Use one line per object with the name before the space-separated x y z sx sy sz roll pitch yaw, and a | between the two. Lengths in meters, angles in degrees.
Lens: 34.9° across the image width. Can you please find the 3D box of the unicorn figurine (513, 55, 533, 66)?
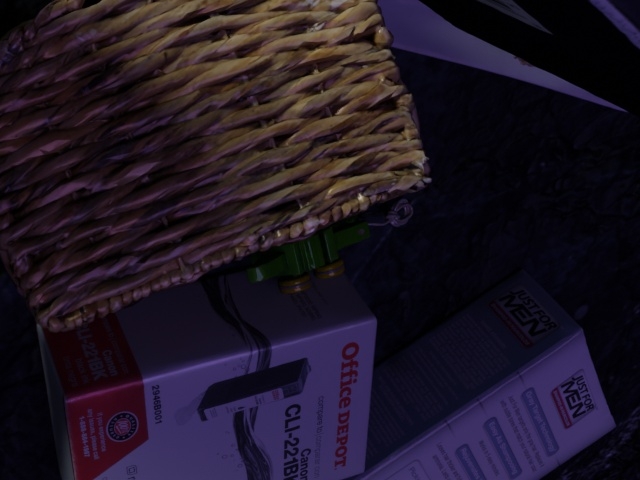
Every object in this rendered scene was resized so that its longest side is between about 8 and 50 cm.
unicorn figurine | 0.216 -0.196 0.814 0.162 0.060 0.111 -28 134 14

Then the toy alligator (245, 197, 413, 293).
toy alligator | 0.000 0.000 0.901 0.189 0.051 0.056 -23 107 -37

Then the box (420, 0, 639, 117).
box | 0.155 -0.342 0.451 0.480 0.297 0.472 21 103 -49

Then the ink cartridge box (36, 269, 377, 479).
ink cartridge box | -0.095 0.142 0.908 0.272 0.114 0.197 -13 127 -21

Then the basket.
basket | -0.108 -0.087 0.752 0.299 0.223 0.213 -22 98 -13

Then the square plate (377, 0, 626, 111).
square plate | 0.219 -0.290 0.812 0.344 0.049 0.347 8 118 -33

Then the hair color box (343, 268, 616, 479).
hair color box | 0.113 0.217 1.077 0.374 0.113 0.185 -33 132 -3
